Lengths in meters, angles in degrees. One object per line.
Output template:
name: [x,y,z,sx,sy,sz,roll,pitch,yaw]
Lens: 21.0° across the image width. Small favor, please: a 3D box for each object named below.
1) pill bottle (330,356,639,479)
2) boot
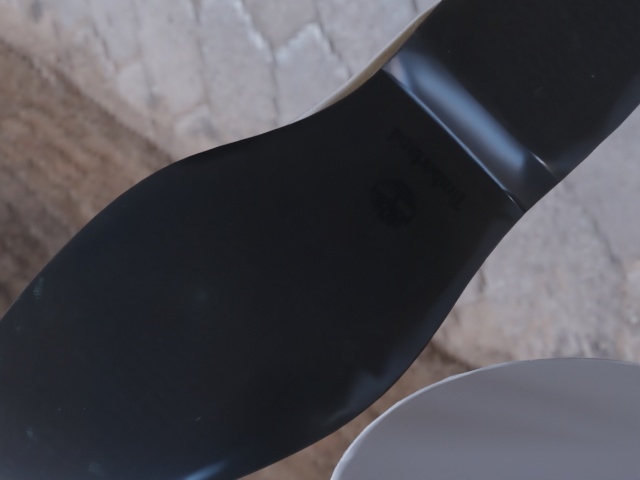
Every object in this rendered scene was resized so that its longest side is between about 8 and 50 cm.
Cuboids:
pill bottle: [0.047,0.151,0.354,0.136,0.136,0.246,-131,34,-49]
boot: [0.000,0.000,0.659,0.112,0.305,0.115,52,167,-1]
